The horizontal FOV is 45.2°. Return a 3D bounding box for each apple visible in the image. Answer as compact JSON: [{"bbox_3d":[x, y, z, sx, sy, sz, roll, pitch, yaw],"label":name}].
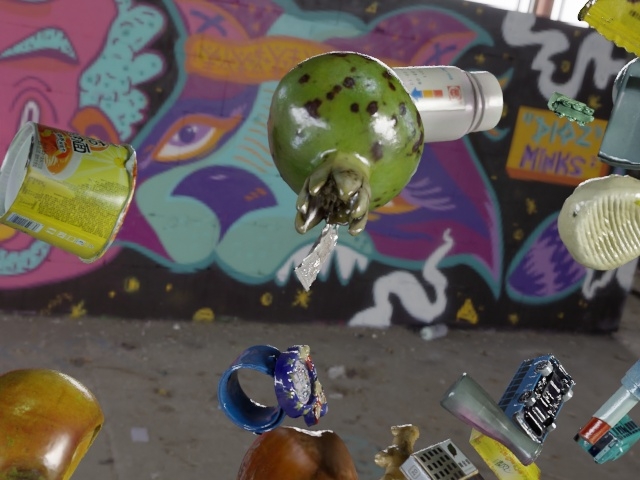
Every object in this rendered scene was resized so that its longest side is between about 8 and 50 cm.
[{"bbox_3d":[-0.474,0.325,1.267,0.207,0.237,0.237,12,13,-2],"label":"apple"}]

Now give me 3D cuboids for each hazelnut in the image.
[{"bbox_3d":[-0.071,0.659,2.010,0.315,0.372,0.372,16,14,37],"label":"hazelnut"}]

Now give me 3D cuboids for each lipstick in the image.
[{"bbox_3d":[0.589,0.284,1.448,0.061,0.274,0.068,37,14,-5],"label":"lipstick"}]

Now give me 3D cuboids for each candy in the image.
[{"bbox_3d":[0.514,-0.378,1.144,0.187,0.297,0.081,33,-22,10],"label":"candy"}]

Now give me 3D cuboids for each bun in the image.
[{"bbox_3d":[0.684,-0.051,1.830,0.259,0.259,0.160,8,27,-11],"label":"bun"}]

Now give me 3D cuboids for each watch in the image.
[{"bbox_3d":[-0.111,0.327,1.678,0.200,0.196,0.171,-12,5,19],"label":"watch"}]

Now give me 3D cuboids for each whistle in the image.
[{"bbox_3d":[0.636,-0.256,1.495,0.163,0.289,0.163,21,-6,2],"label":"whistle"}]

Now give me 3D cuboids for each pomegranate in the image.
[{"bbox_3d":[0.022,-0.142,1.086,0.242,0.242,0.306,13,21,14],"label":"pomegranate"}]

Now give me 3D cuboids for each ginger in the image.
[{"bbox_3d":[0.191,0.555,1.850,0.148,0.081,0.333,10,34,8],"label":"ginger"}]

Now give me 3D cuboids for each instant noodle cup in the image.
[{"bbox_3d":[-0.514,-0.105,1.522,0.200,0.264,0.264,20,5,-34],"label":"instant noodle cup"}]

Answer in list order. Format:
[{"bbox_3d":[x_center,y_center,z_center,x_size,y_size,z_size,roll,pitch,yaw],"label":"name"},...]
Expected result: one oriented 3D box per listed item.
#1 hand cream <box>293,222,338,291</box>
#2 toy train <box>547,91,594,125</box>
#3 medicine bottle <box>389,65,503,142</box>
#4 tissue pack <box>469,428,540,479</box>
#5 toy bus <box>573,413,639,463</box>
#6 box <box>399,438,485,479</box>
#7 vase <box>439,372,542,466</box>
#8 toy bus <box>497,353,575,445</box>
[{"bbox_3d":[0.003,0.000,1.883,0.050,0.084,0.257,4,53,28],"label":"hand cream"},{"bbox_3d":[0.464,-0.242,1.423,0.083,0.033,0.053,19,32,-8],"label":"toy train"},{"bbox_3d":[0.253,-0.305,1.725,0.293,0.170,0.170,-8,19,-23],"label":"medicine bottle"},{"bbox_3d":[0.417,0.485,1.728,0.176,0.062,0.095,51,20,3],"label":"tissue pack"},{"bbox_3d":[0.604,0.407,1.607,0.160,0.079,0.092,6,37,-51],"label":"toy bus"},{"bbox_3d":[0.299,0.524,1.432,0.325,0.047,0.180,50,24,26],"label":"box"},{"bbox_3d":[0.353,0.372,1.578,0.214,0.086,0.086,40,19,9],"label":"vase"},{"bbox_3d":[0.532,0.409,1.945,0.234,0.116,0.133,-46,12,-37],"label":"toy bus"}]
